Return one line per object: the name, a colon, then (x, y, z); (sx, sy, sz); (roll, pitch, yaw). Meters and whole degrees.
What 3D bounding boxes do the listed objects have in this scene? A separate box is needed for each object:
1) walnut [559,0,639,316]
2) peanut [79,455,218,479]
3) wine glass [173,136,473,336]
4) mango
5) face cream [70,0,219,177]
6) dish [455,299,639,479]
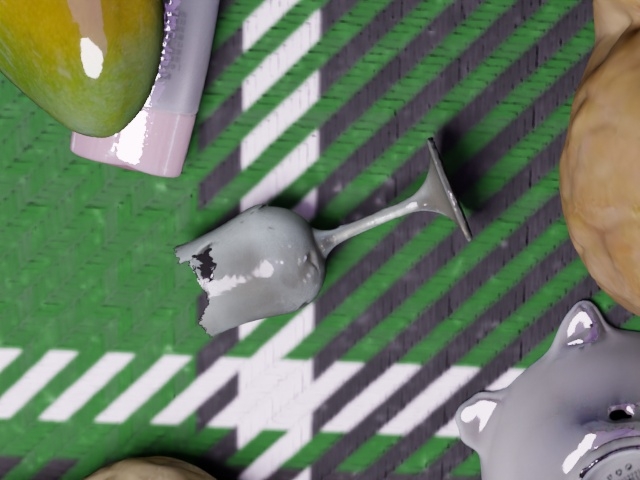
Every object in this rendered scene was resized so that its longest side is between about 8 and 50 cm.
walnut: (0.279, -0.073, 0.928); (0.296, 0.285, 0.285); (-41, 97, 4)
peanut: (-0.149, 0.231, 1.083); (0.291, 0.159, 0.143); (-3, 136, 14)
wine glass: (0.000, 0.000, 1.051); (0.195, 0.079, 0.079); (-22, 100, 6)
mango: (-0.188, -0.181, 0.976); (0.156, 0.114, 0.251); (-45, 69, 25)
face cream: (-0.112, -0.145, 1.038); (0.084, 0.057, 0.198); (15, 105, 3)
dish: (0.216, 0.160, 1.070); (0.236, 0.086, 0.228); (-4, 102, 4)
